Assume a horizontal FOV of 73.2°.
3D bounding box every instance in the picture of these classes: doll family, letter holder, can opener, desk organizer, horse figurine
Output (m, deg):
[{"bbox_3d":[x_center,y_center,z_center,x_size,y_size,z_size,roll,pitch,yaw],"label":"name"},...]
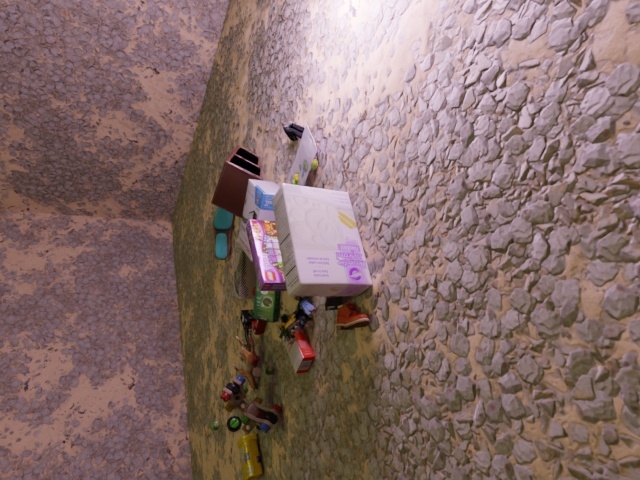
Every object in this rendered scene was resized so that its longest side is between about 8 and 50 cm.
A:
[{"bbox_3d":[-0.089,0.279,1.571,0.193,0.076,0.111,-41,39,-6],"label":"doll family"},{"bbox_3d":[-0.386,-0.279,2.153,0.301,0.215,0.152,-56,9,44],"label":"letter holder"},{"bbox_3d":[-0.089,-0.432,1.706,0.059,0.073,0.186,-47,34,-9],"label":"can opener"},{"bbox_3d":[0.039,0.175,1.353,0.130,0.047,0.050,99,165,-63],"label":"desk organizer"},{"bbox_3d":[-0.340,0.548,1.984,0.174,0.066,0.263,36,122,40],"label":"horse figurine"}]

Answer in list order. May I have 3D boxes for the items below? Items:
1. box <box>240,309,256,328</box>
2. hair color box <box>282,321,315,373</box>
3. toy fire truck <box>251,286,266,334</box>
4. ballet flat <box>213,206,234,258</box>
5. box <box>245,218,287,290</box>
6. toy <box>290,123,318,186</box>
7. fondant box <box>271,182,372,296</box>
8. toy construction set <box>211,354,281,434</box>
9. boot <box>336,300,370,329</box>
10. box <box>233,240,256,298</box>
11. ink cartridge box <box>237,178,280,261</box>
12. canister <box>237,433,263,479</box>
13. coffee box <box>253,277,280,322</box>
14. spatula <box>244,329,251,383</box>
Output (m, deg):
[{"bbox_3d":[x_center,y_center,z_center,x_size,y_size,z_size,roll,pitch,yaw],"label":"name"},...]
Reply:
[{"bbox_3d":[-0.343,0.377,2.063,0.083,0.062,0.052,55,135,48],"label":"box"},{"bbox_3d":[-0.082,0.394,1.594,0.167,0.054,0.093,59,137,44],"label":"hair color box"},{"bbox_3d":[-0.282,0.318,1.960,0.135,0.047,0.192,54,136,44],"label":"toy fire truck"},{"bbox_3d":[-0.558,-0.061,2.484,0.124,0.116,0.342,-138,50,-78],"label":"ballet flat"},{"bbox_3d":[-0.152,0.053,1.603,0.057,0.201,0.293,-58,40,42],"label":"box"},{"bbox_3d":[-0.046,-0.293,1.597,0.237,0.056,0.136,-60,41,47],"label":"toy"},{"bbox_3d":[0.000,0.000,1.290,0.096,0.239,0.330,-45,49,49],"label":"fondant box"},{"bbox_3d":[-0.299,0.673,1.828,0.237,0.258,0.308,115,167,-56],"label":"toy construction set"},{"bbox_3d":[0.092,0.222,1.289,0.158,0.059,0.084,-26,59,59],"label":"boot"},{"bbox_3d":[-0.357,0.139,2.081,0.113,0.094,0.274,2,89,61],"label":"box"},{"bbox_3d":[-0.251,-0.086,1.873,0.223,0.129,0.307,42,124,55],"label":"ink cartridge box"},{"bbox_3d":[-0.317,0.979,1.943,0.126,0.073,0.169,-57,42,43],"label":"canister"},{"bbox_3d":[-0.227,0.250,1.841,0.113,0.040,0.184,5,93,31],"label":"coffee box"},{"bbox_3d":[-0.351,0.558,2.092,0.084,0.030,0.296,-30,61,59],"label":"spatula"}]
